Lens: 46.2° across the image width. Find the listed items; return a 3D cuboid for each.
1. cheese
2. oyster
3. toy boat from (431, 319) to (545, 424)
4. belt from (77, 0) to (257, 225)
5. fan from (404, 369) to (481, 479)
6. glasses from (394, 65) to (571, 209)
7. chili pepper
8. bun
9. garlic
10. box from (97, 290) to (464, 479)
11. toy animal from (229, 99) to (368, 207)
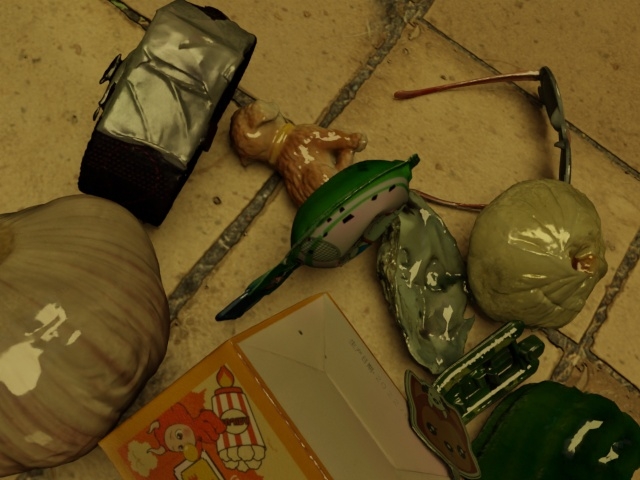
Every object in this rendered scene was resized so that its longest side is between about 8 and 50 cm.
[{"bbox_3d":[0.000,0.000,0.940,0.320,0.204,0.083,-42,80,7],"label":"cheese"},{"bbox_3d":[0.129,0.047,1.034,0.252,0.087,0.199,46,57,-3],"label":"oyster"},{"bbox_3d":[0.209,0.191,1.003,0.210,0.052,0.104,-35,124,-10],"label":"toy boat"},{"bbox_3d":[-0.206,-0.173,0.960,0.164,0.184,0.289,28,83,-6],"label":"belt"},{"bbox_3d":[0.148,0.244,0.862,0.132,0.009,0.220,40,22,-24],"label":"fan"},{"bbox_3d":[0.253,-0.151,1.164,0.268,0.118,0.234,-4,73,6],"label":"glasses"},{"bbox_3d":[0.263,0.345,0.920,0.213,0.167,0.385,34,69,2],"label":"chili pepper"},{"bbox_3d":[0.315,0.025,1.032,0.220,0.134,0.221,-5,100,-27],"label":"bun"},{"bbox_3d":[-0.308,0.110,0.812,0.259,0.317,0.318,44,60,-38],"label":"garlic"},{"bbox_3d":[-0.030,0.242,0.809,0.214,0.259,0.284,-41,81,22],"label":"box"},{"bbox_3d":[-0.053,-0.098,1.037,0.185,0.104,0.184,24,76,-10],"label":"toy animal"}]
